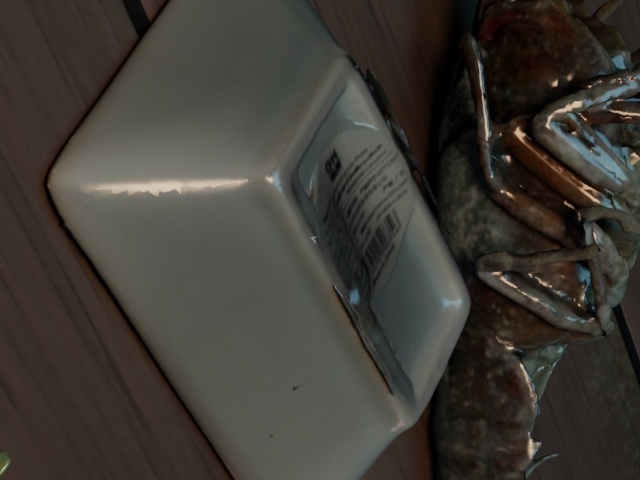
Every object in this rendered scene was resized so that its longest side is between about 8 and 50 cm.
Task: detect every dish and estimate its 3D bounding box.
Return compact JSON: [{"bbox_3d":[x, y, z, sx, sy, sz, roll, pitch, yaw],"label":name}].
[{"bbox_3d":[0.000,0.000,0.858,0.182,0.080,0.243,-60,136,-35],"label":"dish"}]

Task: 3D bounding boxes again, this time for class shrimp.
[{"bbox_3d":[0.128,0.012,0.994,0.221,0.166,0.410,-74,177,-84],"label":"shrimp"}]

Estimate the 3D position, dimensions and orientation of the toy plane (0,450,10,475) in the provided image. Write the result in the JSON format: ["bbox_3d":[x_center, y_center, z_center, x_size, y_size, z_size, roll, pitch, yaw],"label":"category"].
[{"bbox_3d":[-0.149,0.073,0.672,0.102,0.040,0.111,49,53,-42],"label":"toy plane"}]
